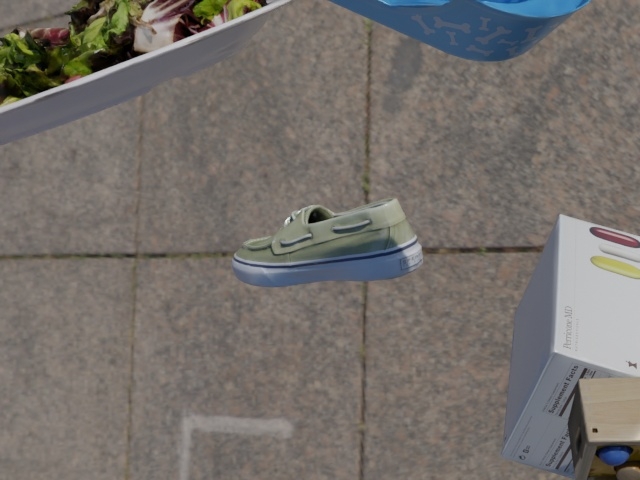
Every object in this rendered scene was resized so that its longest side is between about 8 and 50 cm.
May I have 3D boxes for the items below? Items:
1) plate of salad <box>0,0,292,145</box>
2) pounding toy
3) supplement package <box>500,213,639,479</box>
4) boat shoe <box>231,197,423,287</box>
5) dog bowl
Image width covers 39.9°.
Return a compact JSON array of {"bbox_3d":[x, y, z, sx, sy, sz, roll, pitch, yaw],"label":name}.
[{"bbox_3d":[-0.108,-0.088,0.409,0.200,0.200,0.048,-9,109,34],"label":"plate of salad"},{"bbox_3d":[0.334,0.219,0.920,0.130,0.141,0.100,-2,53,7],"label":"pounding toy"},{"bbox_3d":[0.334,0.135,1.116,0.145,0.262,0.204,15,131,4],"label":"supplement package"},{"bbox_3d":[0.000,0.000,1.132,0.302,0.109,0.094,-6,102,40],"label":"boat shoe"},{"bbox_3d":[0.062,-0.234,0.655,0.297,0.074,0.166,23,59,-2],"label":"dog bowl"}]
